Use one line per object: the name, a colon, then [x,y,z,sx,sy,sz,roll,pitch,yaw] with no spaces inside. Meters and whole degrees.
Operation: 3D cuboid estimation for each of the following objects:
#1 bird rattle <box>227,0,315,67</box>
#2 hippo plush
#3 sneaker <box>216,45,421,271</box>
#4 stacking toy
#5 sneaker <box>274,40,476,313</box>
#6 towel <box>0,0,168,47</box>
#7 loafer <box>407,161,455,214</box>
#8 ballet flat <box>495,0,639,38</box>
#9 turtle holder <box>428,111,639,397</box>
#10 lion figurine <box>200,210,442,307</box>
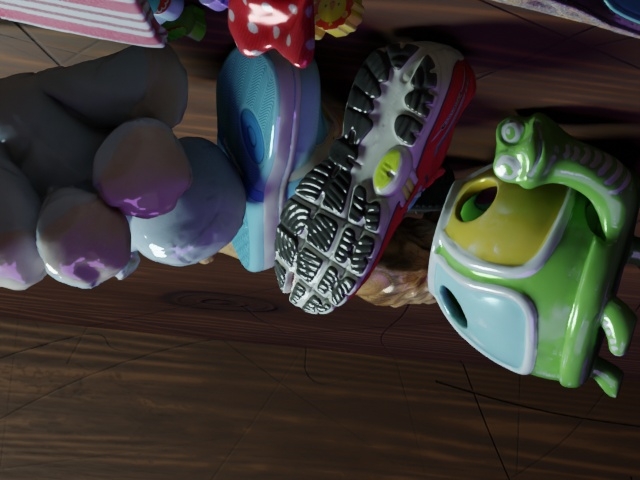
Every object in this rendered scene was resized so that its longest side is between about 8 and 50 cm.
bird rattle: [-0.086,-0.221,0.979,0.207,0.143,0.253,24,170,32]
hippo plush: [-0.202,-0.033,1.451,0.294,0.234,0.236,4,158,28]
sneaker: [0.013,-0.104,1.540,0.208,0.127,0.319,-17,155,-16]
stacking toy: [-0.102,-0.193,1.268,0.221,0.052,0.167,-4,165,36]
sneaker: [0.059,-0.049,1.453,0.107,0.279,0.118,43,-155,27]
towel: [-0.198,-0.203,1.180,0.144,0.029,0.197,14,162,15]
loafer: [0.035,-0.057,1.774,0.220,0.080,0.078,8,167,-17]
ballet flat: [0.170,-0.198,1.097,0.316,0.107,0.106,12,-176,-10]
turtle holder: [0.233,0.018,1.700,0.228,0.243,0.320,16,175,13]
lion figurine: [0.000,0.000,1.859,0.392,0.142,0.240,3,-173,-45]
